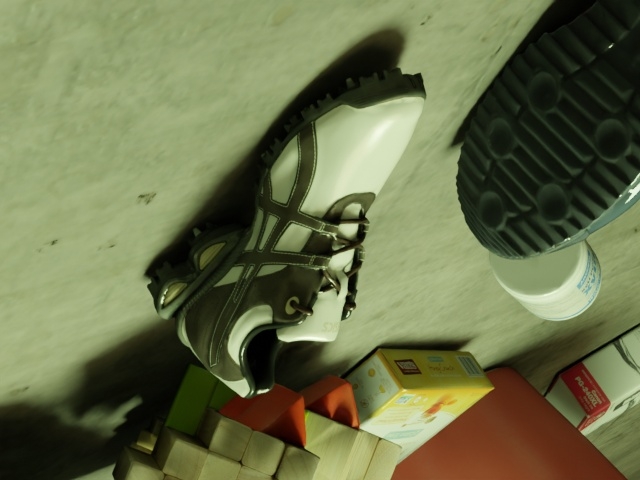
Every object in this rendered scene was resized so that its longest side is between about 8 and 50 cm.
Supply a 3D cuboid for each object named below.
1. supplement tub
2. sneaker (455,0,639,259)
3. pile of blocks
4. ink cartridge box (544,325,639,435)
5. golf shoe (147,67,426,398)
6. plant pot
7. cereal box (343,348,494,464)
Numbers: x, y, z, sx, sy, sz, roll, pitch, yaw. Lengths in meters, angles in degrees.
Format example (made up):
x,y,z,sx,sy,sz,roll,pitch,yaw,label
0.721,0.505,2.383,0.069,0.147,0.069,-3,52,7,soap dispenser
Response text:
x,y,z,sx,sy,sz,roll,pitch,yaw,label
0.169,0.018,1.020,0.071,0.071,0.107,-37,160,8,supplement tub
0.202,-0.103,0.748,0.131,0.112,0.319,-8,148,-44,sneaker
-0.036,0.134,0.939,0.362,0.149,0.113,45,67,-74,pile of blocks
0.344,0.165,1.606,0.150,0.063,0.109,-28,158,-16,ink cartridge box
0.000,0.000,0.701,0.077,0.094,0.198,-3,142,-52,golf shoe
0.182,0.277,1.360,0.275,0.243,0.275,-29,159,-12,plant pot
0.018,0.181,1.182,0.240,0.047,0.173,-43,156,22,cereal box
